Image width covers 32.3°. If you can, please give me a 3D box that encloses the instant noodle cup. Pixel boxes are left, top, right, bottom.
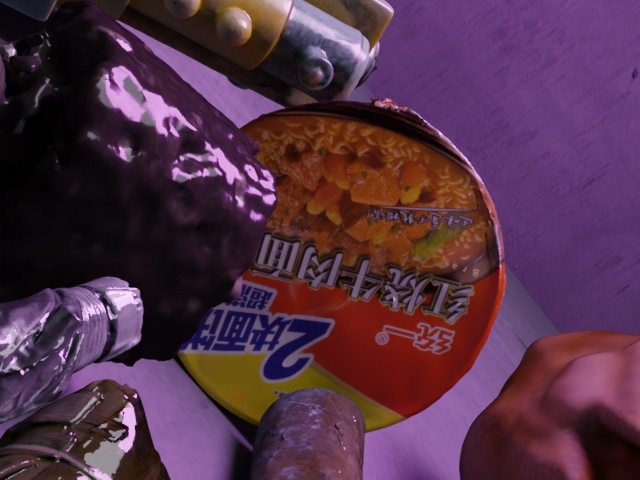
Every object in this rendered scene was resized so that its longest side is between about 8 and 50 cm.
[{"bbox_3d":[0.000,0.000,0.735,0.213,0.213,0.174,50,5,-15],"label":"instant noodle cup"}]

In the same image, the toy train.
[{"bbox_3d":[-0.103,-0.196,0.798,0.369,0.150,0.237,25,21,-21],"label":"toy train"}]

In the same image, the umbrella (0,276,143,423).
[{"bbox_3d":[-0.124,0.049,0.371,0.188,0.050,0.046,-19,111,-59],"label":"umbrella"}]

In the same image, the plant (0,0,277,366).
[{"bbox_3d":[-0.148,-0.055,0.468,0.274,0.146,0.149,42,-1,-37],"label":"plant"}]

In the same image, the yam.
[{"bbox_3d":[-0.009,0.144,0.598,0.068,0.068,0.169,51,14,-14],"label":"yam"}]

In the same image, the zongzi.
[{"bbox_3d":[-0.088,0.143,0.401,0.130,0.062,0.154,-41,111,-57],"label":"zongzi"}]

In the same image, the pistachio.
[{"bbox_3d":[0.263,0.253,0.785,0.445,0.281,0.365,60,6,34],"label":"pistachio"}]
